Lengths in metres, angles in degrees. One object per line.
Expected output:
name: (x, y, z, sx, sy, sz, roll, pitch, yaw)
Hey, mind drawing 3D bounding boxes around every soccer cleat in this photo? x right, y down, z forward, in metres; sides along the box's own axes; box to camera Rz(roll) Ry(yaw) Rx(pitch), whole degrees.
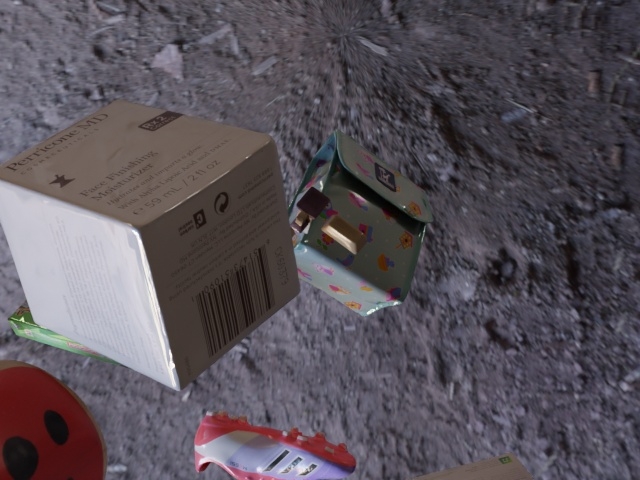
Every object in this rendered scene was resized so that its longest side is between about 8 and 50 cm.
soccer cleat: (-0.066, 0.305, 1.399, 0.248, 0.083, 0.095, 10, 88, 24)

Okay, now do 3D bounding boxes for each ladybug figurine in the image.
ladybug figurine: (-0.398, 0.310, 1.205, 0.162, 0.449, 0.305, 7, 104, 17)

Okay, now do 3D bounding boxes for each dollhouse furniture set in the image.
dollhouse furniture set: (0.000, 0.000, 1.474, 0.114, 0.081, 0.091, 36, 66, 6)

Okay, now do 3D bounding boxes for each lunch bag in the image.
lunch bag: (0.065, -0.038, 1.722, 0.223, 0.160, 0.262, 32, 64, -19)

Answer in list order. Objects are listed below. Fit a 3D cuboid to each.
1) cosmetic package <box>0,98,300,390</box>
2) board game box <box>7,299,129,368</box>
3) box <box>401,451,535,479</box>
cosmetic package: (-0.139, -0.004, 0.806, 0.184, 0.151, 0.151, 17, 130, 34)
board game box: (-0.359, 0.113, 1.755, 0.317, 0.213, 0.046, 12, 137, 26)
box: (0.293, 0.492, 1.715, 0.232, 0.322, 0.058, -11, 111, -11)
